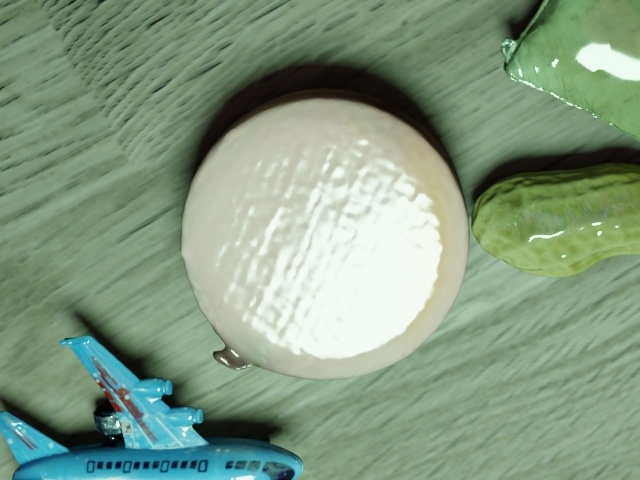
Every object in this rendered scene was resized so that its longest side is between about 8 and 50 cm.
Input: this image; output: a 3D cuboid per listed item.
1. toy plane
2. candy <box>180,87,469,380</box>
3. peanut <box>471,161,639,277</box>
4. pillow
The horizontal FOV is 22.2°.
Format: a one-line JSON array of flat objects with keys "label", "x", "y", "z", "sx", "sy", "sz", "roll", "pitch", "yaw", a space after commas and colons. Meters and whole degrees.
[{"label": "toy plane", "x": -0.148, "y": 0.200, "z": 1.418, "sx": 0.271, "sy": 0.105, "sz": 0.254, "roll": -5, "pitch": 103, "yaw": 4}, {"label": "candy", "x": 0.000, "y": 0.000, "z": 1.369, "sx": 0.255, "sy": 0.094, "sz": 0.255, "roll": 1, "pitch": 103, "yaw": 3}, {"label": "peanut", "x": 0.223, "y": -0.017, "z": 1.356, "sx": 0.194, "sy": 0.083, "sz": 0.093, "roll": -3, "pitch": 89, "yaw": 5}, {"label": "pillow", "x": 0.314, "y": -0.153, "z": 1.325, "sx": 0.302, "sy": 0.075, "sz": 0.185, "roll": 27, "pitch": 101, "yaw": -4}]
